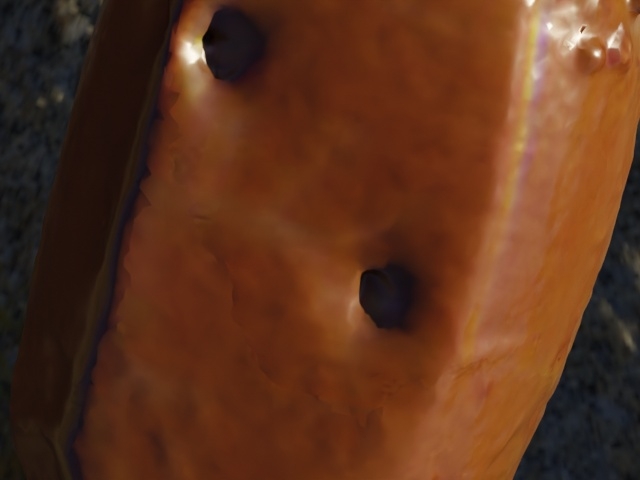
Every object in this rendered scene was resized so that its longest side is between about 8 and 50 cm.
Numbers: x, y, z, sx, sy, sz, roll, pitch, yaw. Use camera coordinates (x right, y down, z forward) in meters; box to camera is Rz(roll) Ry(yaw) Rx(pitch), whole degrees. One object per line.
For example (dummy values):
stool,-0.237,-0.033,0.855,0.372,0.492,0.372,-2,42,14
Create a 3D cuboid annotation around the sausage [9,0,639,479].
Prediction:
sausage,0.000,0.000,0.556,0.153,0.141,0.268,17,108,2
